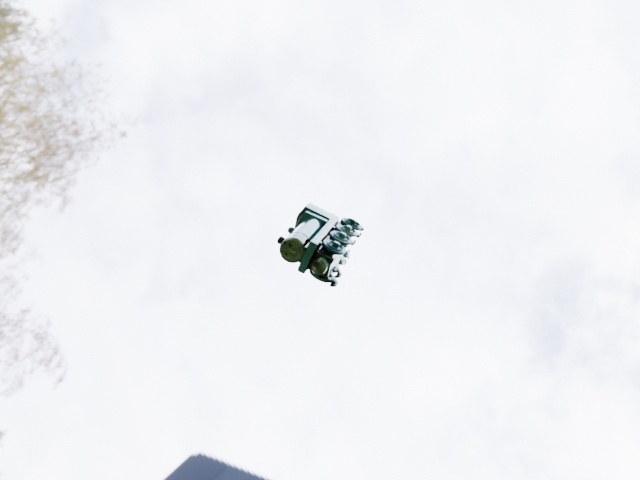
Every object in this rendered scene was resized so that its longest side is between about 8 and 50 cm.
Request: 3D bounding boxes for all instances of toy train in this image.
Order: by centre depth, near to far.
[{"bbox_3d":[0.000,0.000,0.554,0.045,0.092,0.029,25,-73,4],"label":"toy train"}]
